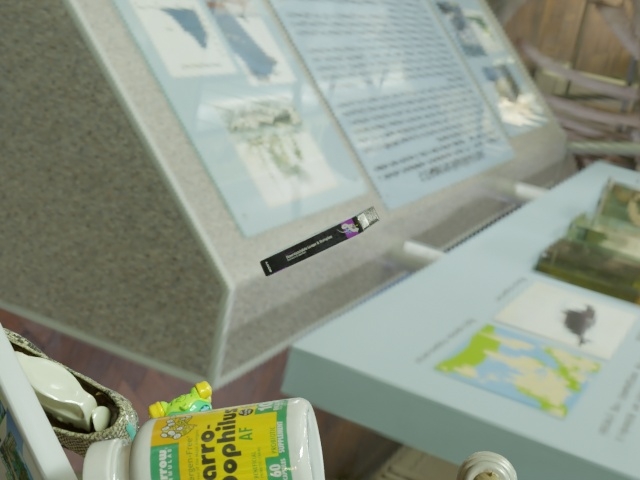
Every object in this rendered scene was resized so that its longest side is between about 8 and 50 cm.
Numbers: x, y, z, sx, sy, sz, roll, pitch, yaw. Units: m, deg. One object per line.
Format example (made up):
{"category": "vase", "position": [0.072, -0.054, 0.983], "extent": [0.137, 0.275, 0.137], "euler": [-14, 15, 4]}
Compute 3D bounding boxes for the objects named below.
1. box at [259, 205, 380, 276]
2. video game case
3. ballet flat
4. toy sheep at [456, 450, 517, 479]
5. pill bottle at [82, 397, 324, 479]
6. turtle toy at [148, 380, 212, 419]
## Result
{"category": "box", "position": [0.000, 0.000, 1.524], "extent": [0.029, 0.162, 0.116], "euler": [63, 16, -2]}
{"category": "video game case", "position": [-0.380, 0.253, 1.179], "extent": [0.036, 0.329, 0.300], "euler": [-9, 145, -43]}
{"category": "ballet flat", "position": [-0.533, 0.228, 1.797], "extent": [0.182, 0.482, 0.164], "euler": [102, 11, -61]}
{"category": "toy sheep", "position": [0.229, 0.332, 1.439], "extent": [0.132, 0.091, 0.091], "euler": [82, 26, -87]}
{"category": "pill bottle", "position": [-0.106, 0.216, 0.971], "extent": [0.117, 0.208, 0.118], "euler": [-8, 90, -85]}
{"category": "turtle toy", "position": [-0.192, 0.257, 1.503], "extent": [0.095, 0.066, 0.130], "euler": [-24, 162, -14]}
